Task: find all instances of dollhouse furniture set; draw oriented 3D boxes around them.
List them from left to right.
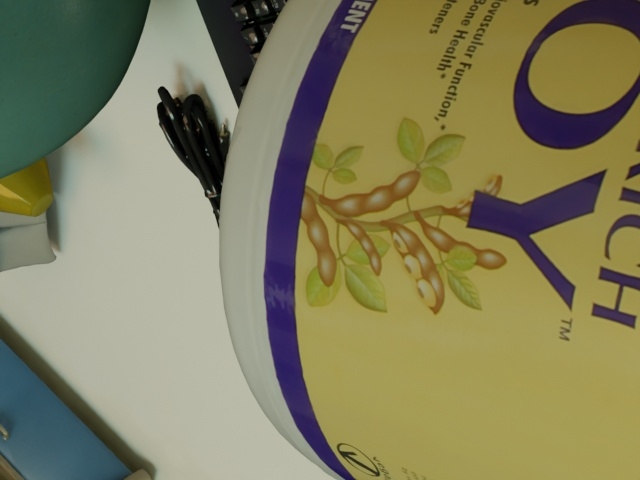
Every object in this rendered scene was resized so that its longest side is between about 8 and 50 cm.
[{"bbox_3d":[-0.255,0.111,0.974,0.198,0.286,0.303,42,151,17],"label":"dollhouse furniture set"}]

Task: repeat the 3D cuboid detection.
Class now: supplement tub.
[{"bbox_3d":[0.157,0.013,0.501,0.331,0.241,0.241,17,128,39],"label":"supplement tub"}]

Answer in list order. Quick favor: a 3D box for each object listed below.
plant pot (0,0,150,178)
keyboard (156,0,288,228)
[{"bbox_3d":[-0.210,-0.163,0.745,0.293,0.293,0.235,23,149,35],"label":"plant pot"},{"bbox_3d":[0.000,0.000,0.830,0.201,0.033,0.317,-4,113,48],"label":"keyboard"}]
